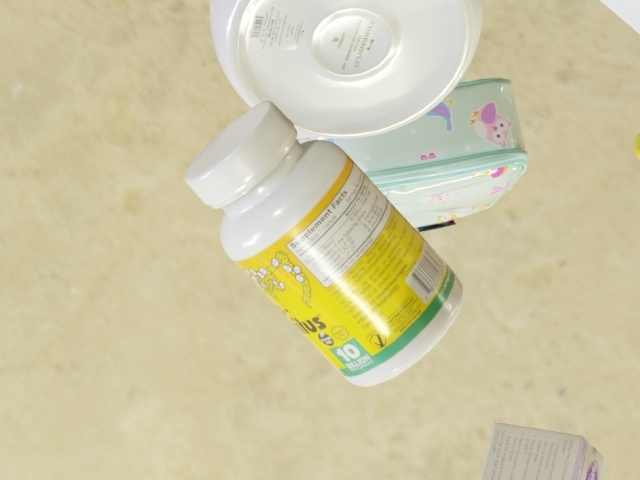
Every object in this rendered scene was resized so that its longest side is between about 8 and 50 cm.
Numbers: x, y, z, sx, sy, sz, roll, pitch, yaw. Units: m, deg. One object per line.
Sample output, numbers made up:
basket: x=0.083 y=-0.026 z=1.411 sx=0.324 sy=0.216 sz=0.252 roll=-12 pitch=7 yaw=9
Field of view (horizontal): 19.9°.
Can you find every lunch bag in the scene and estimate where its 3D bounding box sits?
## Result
lunch bag: x=0.077 y=-0.072 z=1.825 sx=0.224 sy=0.279 sz=0.108 roll=-12 pitch=81 yaw=-9

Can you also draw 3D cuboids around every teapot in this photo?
teapot: x=0.017 y=-0.223 z=1.603 sx=0.256 sy=0.187 sz=0.252 roll=-29 pitch=129 yaw=17

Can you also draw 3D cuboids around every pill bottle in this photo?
pill bottle: x=0.000 y=0.000 z=1.364 sx=0.117 sy=0.117 sz=0.208 roll=-43 pitch=106 yaw=0

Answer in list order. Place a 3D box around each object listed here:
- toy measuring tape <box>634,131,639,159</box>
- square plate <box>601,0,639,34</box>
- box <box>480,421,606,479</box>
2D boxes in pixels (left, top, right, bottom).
toy measuring tape: x=0.489 y=-0.083 z=1.876 sx=0.330 sy=0.121 sz=0.121 roll=11 pitch=112 yaw=4
square plate: x=0.153 y=-0.291 z=0.762 sx=0.344 sy=0.347 sz=0.049 roll=-53 pitch=149 yaw=12
box: x=0.108 y=0.277 z=1.137 sx=0.063 sy=0.067 sz=0.324 roll=44 pitch=56 yaw=-57
